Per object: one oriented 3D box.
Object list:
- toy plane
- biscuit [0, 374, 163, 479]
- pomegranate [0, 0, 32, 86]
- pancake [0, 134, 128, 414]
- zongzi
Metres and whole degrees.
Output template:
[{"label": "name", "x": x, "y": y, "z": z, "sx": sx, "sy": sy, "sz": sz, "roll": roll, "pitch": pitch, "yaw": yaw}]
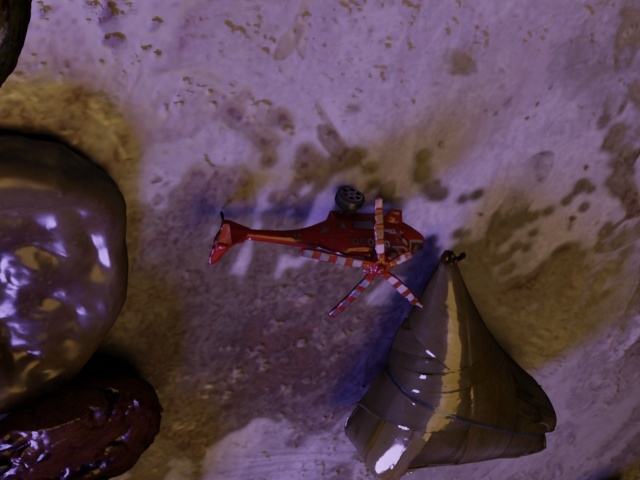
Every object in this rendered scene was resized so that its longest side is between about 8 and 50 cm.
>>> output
[{"label": "toy plane", "x": -0.001, "y": 0.006, "z": 1.073, "sx": 0.194, "sy": 0.077, "sz": 0.126, "roll": -11, "pitch": 131, "yaw": -11}, {"label": "biscuit", "x": -0.224, "y": 0.183, "z": 1.097, "sx": 0.192, "sy": 0.049, "sz": 0.192, "roll": -26, "pitch": 153, "yaw": -15}, {"label": "pomegranate", "x": -0.261, "y": -0.171, "z": 0.685, "sx": 0.214, "sy": 0.214, "sz": 0.248, "roll": 2, "pitch": 91, "yaw": -32}, {"label": "pancake", "x": -0.275, "y": 0.038, "z": 0.955, "sx": 0.294, "sy": 0.049, "sz": 0.294, "roll": -17, "pitch": 135, "yaw": -18}, {"label": "zongzi", "x": 0.162, "y": 0.113, "z": 1.255, "sx": 0.228, "sy": 0.115, "sz": 0.256, "roll": -1, "pitch": 119, "yaw": -35}]
